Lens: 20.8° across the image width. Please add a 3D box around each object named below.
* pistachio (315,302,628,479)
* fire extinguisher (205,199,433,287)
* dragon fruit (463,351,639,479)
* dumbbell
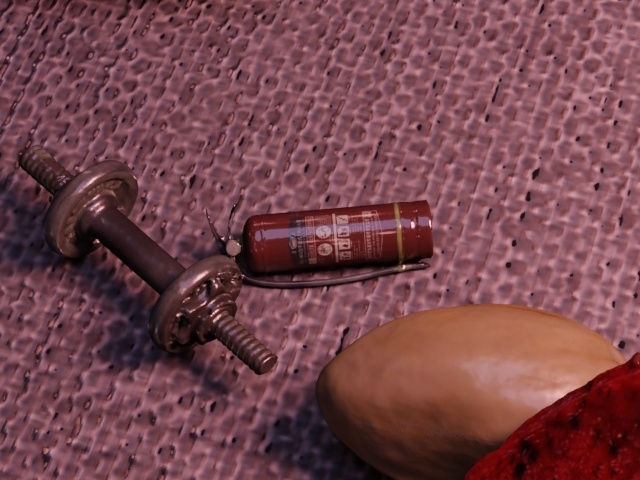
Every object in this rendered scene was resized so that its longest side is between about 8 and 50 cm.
[{"bbox_3d":[0.111,0.108,1.124,0.226,0.136,0.136,7,57,12],"label":"pistachio"},{"bbox_3d":[0.000,0.000,1.242,0.158,0.043,0.064,-5,99,0],"label":"fire extinguisher"},{"bbox_3d":[0.155,0.244,1.012,0.205,0.152,0.317,-13,53,42],"label":"dragon fruit"},{"bbox_3d":[-0.123,0.010,1.217,0.254,0.082,0.081,39,66,24],"label":"dumbbell"}]
